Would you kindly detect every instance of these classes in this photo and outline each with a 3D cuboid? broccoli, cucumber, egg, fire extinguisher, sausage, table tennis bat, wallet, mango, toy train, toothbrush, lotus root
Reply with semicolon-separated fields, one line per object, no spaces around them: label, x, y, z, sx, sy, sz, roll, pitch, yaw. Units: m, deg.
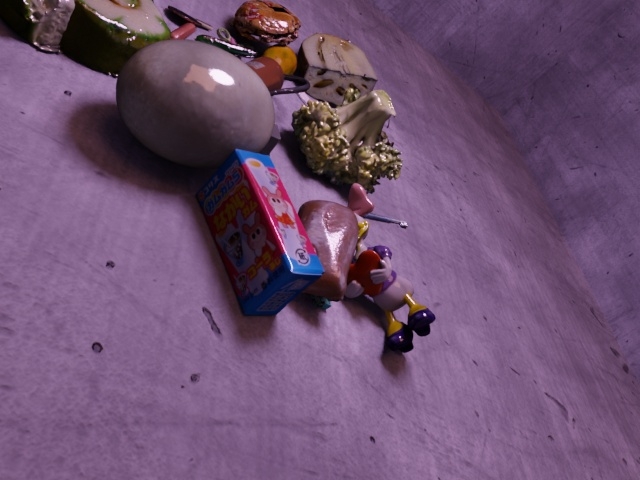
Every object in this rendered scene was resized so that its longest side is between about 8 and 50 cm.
broccoli;0.088;-0.323;1.632;0.348;0.281;0.293;27;49;-33
cucumber;-0.274;-0.564;1.680;0.184;0.033;0.036;9;73;-31
egg;-0.251;-0.277;1.194;0.352;0.258;0.258;7;49;-44
fire extinguisher;-0.160;-0.421;1.593;0.200;0.113;0.376;34;32;-1
sausage;-0.380;-0.572;1.583;0.030;0.035;0.147;20;35;-1
table tennis bat;-0.373;-0.642;1.665;0.095;0.014;0.158;39;18;27
wallet;-0.053;-0.471;1.891;0.083;0.011;0.044;53;32;7
mango;-0.136;-0.565;1.822;0.111;0.089;0.163;47;38;2
toy train;-0.004;0.111;1.286;0.045;0.029;0.092;28;34;-42
toothbrush;0.199;-0.062;1.743;0.219;0.016;0.019;11;55;-47
lotus root;0.025;-0.608;2.023;0.267;0.149;0.260;4;45;-26

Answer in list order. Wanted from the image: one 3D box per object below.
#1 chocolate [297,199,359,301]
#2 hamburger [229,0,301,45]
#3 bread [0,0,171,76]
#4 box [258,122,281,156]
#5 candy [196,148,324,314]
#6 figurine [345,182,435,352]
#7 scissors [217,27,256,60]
chocolate;0.000;0.000;1.264;0.161;0.083;0.261;8;49;5
hamburger;-0.175;-0.693;1.831;0.231;0.106;0.231;14;30;-8
bread;-0.522;-0.526;1.260;0.366;0.129;0.382;42;32;-10
box;-0.164;-0.276;1.482;0.122;0.069;0.084;17;42;-40
candy;-0.128;-0.019;1.153;0.100;0.157;0.306;6;51;-48
figurine;0.135;0.064;1.391;0.421;0.154;0.193;57;27;13
scissors;-0.260;-0.575;1.745;0.134;0.020;0.187;25;38;-22
